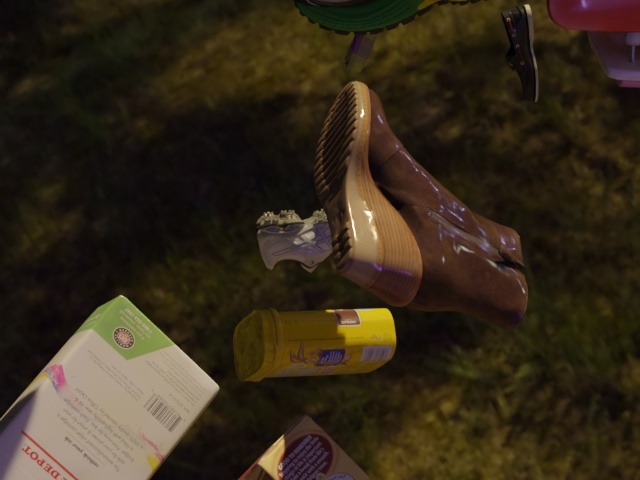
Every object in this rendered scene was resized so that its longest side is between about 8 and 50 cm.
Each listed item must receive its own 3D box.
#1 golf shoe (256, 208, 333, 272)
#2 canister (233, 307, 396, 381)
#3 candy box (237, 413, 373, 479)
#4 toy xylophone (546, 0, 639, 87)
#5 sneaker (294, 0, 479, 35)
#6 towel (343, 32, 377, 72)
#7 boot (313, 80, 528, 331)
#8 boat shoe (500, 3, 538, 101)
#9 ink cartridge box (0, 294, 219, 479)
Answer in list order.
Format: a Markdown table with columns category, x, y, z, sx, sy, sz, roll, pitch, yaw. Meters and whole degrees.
| category | x | y | z | sx | sy | sz | roll | pitch | yaw |
| --- | --- | --- | --- | --- | --- | --- | --- | --- | --- |
| golf shoe | 0.000 | 0.000 | 1.919 | 0.176 | 0.086 | 0.069 | -3 | 12 | -1 |
| canister | -0.007 | 0.125 | 1.678 | 0.170 | 0.073 | 0.126 | 0 | -18 | -21 |
| candy box | 0.040 | 0.341 | 1.390 | 0.087 | 0.316 | 0.183 | -40 | -7 | -37 |
| toy xylophone | 0.244 | -0.268 | 1.019 | 0.236 | 0.323 | 0.081 | -6 | 16 | -2 |
| sneaker | 0.099 | -0.330 | 1.517 | 0.343 | 0.146 | 0.134 | -11 | 32 | 40 |
| towel | 0.054 | -0.251 | 1.719 | 0.009 | 0.083 | 0.060 | 23 | 6 | 20 |
| boot | 0.102 | -0.032 | 1.384 | 0.090 | 0.207 | 0.248 | -45 | 38 | 44 |
| boat shoe | 0.265 | -0.246 | 1.836 | 0.042 | 0.133 | 0.049 | -12 | 23 | 0 |
| ink cartridge box | -0.334 | 0.278 | 1.946 | 0.353 | 0.207 | 0.119 | -51 | 14 | -26 |
